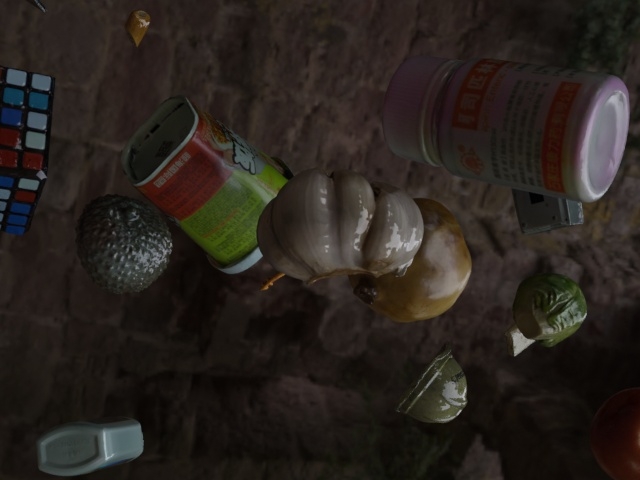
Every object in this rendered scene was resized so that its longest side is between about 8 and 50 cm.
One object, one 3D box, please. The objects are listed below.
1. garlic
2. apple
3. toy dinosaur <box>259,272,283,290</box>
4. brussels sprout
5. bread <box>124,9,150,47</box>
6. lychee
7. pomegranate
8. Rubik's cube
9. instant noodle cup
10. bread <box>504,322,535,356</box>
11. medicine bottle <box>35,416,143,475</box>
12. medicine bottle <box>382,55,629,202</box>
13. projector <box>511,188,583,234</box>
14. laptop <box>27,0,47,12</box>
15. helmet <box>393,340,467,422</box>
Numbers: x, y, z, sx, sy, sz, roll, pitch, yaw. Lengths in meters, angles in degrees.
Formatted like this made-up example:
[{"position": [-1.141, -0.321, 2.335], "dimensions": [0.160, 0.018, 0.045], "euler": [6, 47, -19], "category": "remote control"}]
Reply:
[{"position": [0.022, -0.042, 1.575], "dimensions": [0.185, 0.281, 0.203], "euler": [46, 39, -55], "category": "garlic"}, {"position": [0.519, 0.316, 1.470], "dimensions": [0.139, 0.164, 0.163], "euler": [135, -38, -76], "category": "apple"}, {"position": [0.000, 0.000, 1.761], "dimensions": [0.288, 0.070, 0.117], "euler": [-43, 180, 9], "category": "toy dinosaur"}, {"position": [0.453, 0.129, 1.824], "dimensions": [0.117, 0.155, 0.155], "euler": [109, -18, -44], "category": "brussels sprout"}, {"position": [-0.479, -0.543, 2.368], "dimensions": [0.103, 0.049, 0.062], "euler": [-54, 169, 28], "category": "bread"}, {"position": [-0.507, 0.012, 2.329], "dimensions": [0.274, 0.255, 0.255], "euler": [-54, -151, 42], "category": "lychee"}, {"position": [0.205, 0.041, 2.116], "dimensions": [0.307, 0.307, 0.307], "euler": [-171, -90, -75], "category": "pomegranate"}, {"position": [-0.493, -0.134, 1.319], "dimensions": [0.184, 0.182, 0.187], "euler": [-48, -139, 51], "category": "Rubik's cube"}, {"position": [-0.239, -0.128, 1.936], "dimensions": [0.294, 0.308, 0.293], "euler": [-28, -138, 28], "category": "instant noodle cup"}, {"position": [0.491, 0.209, 2.151], "dimensions": [0.028, 0.154, 0.068], "euler": [21, -50, 48], "category": "bread"}, {"position": [-0.358, 0.330, 1.491], "dimensions": [0.229, 0.121, 0.083], "euler": [41, 40, -77], "category": "medicine bottle"}, {"position": [0.320, -0.206, 1.609], "dimensions": [0.388, 0.219, 0.219], "euler": [17, -81, 35], "category": "medicine bottle"}, {"position": [0.421, -0.092, 1.728], "dimensions": [0.115, 0.061, 0.147], "euler": [-15, -96, 45], "category": "projector"}, {"position": [-0.718, -0.606, 2.128], "dimensions": [0.016, 0.129, 0.180], "euler": [-54, 161, -8], "category": "laptop"}, {"position": [0.300, 0.375, 2.278], "dimensions": [0.204, 0.137, 0.257], "euler": [-57, 168, 26], "category": "helmet"}]
